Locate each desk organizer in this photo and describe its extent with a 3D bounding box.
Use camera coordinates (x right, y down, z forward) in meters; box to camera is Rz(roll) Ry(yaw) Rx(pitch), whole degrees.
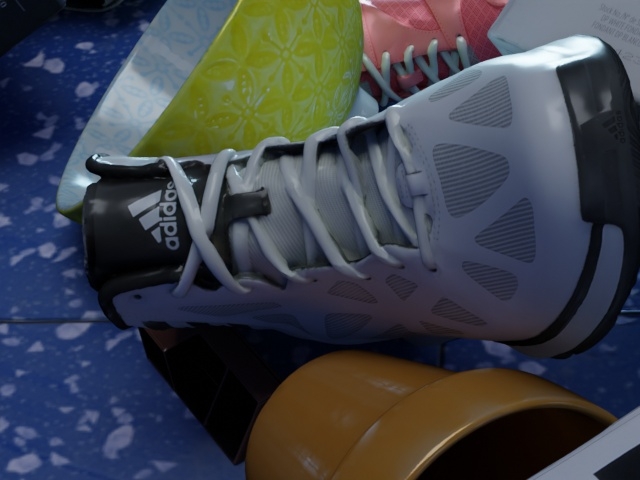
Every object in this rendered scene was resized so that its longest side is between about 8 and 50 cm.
[{"bbox_3d":[-0.072,0.090,1.214,0.050,0.047,0.130,-28,45,-18],"label":"desk organizer"}]

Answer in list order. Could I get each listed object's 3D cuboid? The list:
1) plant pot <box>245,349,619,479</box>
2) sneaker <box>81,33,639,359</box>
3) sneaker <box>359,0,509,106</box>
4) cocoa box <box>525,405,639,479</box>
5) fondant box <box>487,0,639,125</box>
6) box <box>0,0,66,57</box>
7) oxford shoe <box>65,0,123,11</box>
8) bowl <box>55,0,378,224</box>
[{"bbox_3d":[0.056,0.153,1.027,0.205,0.205,0.188,-28,29,-21],"label":"plant pot"},{"bbox_3d":[0.000,0.001,1.037,0.257,0.447,0.169,-4,81,-17],"label":"sneaker"},{"bbox_3d":[0.062,-0.146,1.431,0.314,0.116,0.136,12,55,31],"label":"sneaker"},{"bbox_3d":[0.207,0.281,0.816,0.231,0.228,0.347,-28,45,-20],"label":"cocoa box"},{"bbox_3d":[0.275,-0.052,1.107,0.238,0.330,0.096,30,84,34],"label":"fondant box"},{"bbox_3d":[-0.453,-0.196,1.390,0.395,0.212,0.293,-39,47,-5],"label":"box"},{"bbox_3d":[-0.160,-0.272,1.596,0.397,0.140,0.146,-12,62,1],"label":"oxford shoe"},{"bbox_3d":[-0.051,-0.100,1.316,0.156,0.289,0.289,33,41,-16],"label":"bowl"}]
